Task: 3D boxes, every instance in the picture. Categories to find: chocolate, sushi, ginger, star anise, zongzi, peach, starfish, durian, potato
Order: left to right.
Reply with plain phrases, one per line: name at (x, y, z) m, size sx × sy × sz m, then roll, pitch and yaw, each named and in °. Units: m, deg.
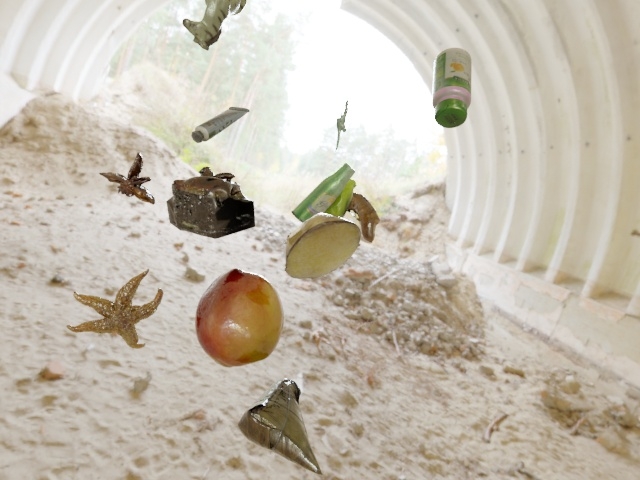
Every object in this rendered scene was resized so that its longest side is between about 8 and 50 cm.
starfish at (-0.704, 0.244, 1.520) m, size 0.303 × 0.298 × 0.060 m, roll 2°, pitch 10°, yaw -24°
star anise at (-0.563, -0.181, 1.346) m, size 0.141 × 0.158 × 0.144 m, roll -16°, pitch 16°, yaw 8°
sushi at (-0.379, -0.136, 1.499) m, size 0.216 × 0.212 × 0.227 m, roll -21°, pitch 32°, yaw -35°
peach at (-0.274, 0.259, 1.507) m, size 0.308 × 0.331 × 0.308 m, roll -3°, pitch -3°, yaw 0°
zongzi at (-0.082, 0.601, 1.430) m, size 0.300 × 0.138 × 0.286 m, roll 29°, pitch 17°, yaw 14°
potato at (0.000, 0.000, 1.389) m, size 0.239 × 0.299 × 0.115 m, roll 1°, pitch 53°, yaw -22°
chocolate at (0.021, -0.184, 1.732) m, size 0.110 × 0.291 × 0.110 m, roll 41°, pitch 16°, yaw -14°
durian at (0.072, -0.147, 1.851) m, size 0.101 × 0.250 × 0.139 m, roll 24°, pitch 2°, yaw 23°
ginger at (0.180, -0.135, 2.023) m, size 0.309 × 0.133 × 0.107 m, roll 50°, pitch -13°, yaw 39°

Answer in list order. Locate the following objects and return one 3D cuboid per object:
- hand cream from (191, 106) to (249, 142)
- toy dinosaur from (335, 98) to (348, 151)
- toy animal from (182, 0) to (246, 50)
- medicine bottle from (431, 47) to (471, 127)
hand cream at (-0.337, -0.398, 1.474) m, size 0.088 × 0.055 × 0.256 m, roll 11°, pitch 41°, yaw 22°
toy dinosaur at (0.081, -0.455, 1.737) m, size 0.044 × 0.187 × 0.106 m, roll 6°, pitch 36°, yaw -1°
toy animal at (-0.219, -0.531, 0.983) m, size 0.074 × 0.175 × 0.217 m, roll 17°, pitch 35°, yaw 13°
medicine bottle at (0.456, -0.527, 1.533) m, size 0.134 × 0.273 × 0.133 m, roll 8°, pitch -25°, yaw 4°
